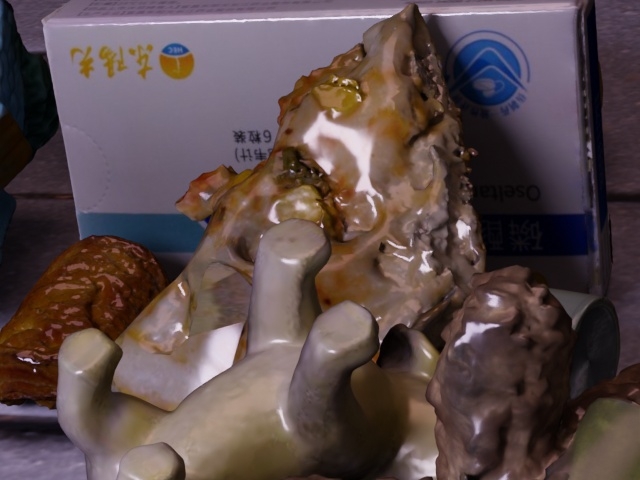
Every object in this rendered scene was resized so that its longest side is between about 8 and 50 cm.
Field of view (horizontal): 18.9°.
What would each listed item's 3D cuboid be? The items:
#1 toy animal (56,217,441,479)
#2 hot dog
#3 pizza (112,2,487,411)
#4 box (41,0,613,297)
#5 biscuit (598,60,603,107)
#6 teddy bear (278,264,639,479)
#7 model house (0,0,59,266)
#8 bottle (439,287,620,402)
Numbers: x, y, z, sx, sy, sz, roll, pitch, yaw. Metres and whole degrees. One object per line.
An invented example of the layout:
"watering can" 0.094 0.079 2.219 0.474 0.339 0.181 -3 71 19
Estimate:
"toy animal" -0.014 0.094 0.910 0.233 0.169 0.121 -19 38 -24
"hot dog" -0.147 0.055 1.160 0.099 0.065 0.147 0 31 18
"pizza" 0.000 0.000 1.065 0.189 0.071 0.297 29 76 33
"box" 0.006 -0.058 1.207 0.343 0.200 0.065 0 22 18
"biscuit" 0.098 -0.096 1.399 0.213 0.091 0.274 -16 23 -12
"teddy bear" 0.121 0.119 0.746 0.296 0.246 0.222 -27 -9 34
"model house" -0.308 -0.016 1.276 0.261 0.226 0.241 -10 61 4
"bottle" 0.066 0.052 1.097 0.201 0.072 0.072 9 29 32
